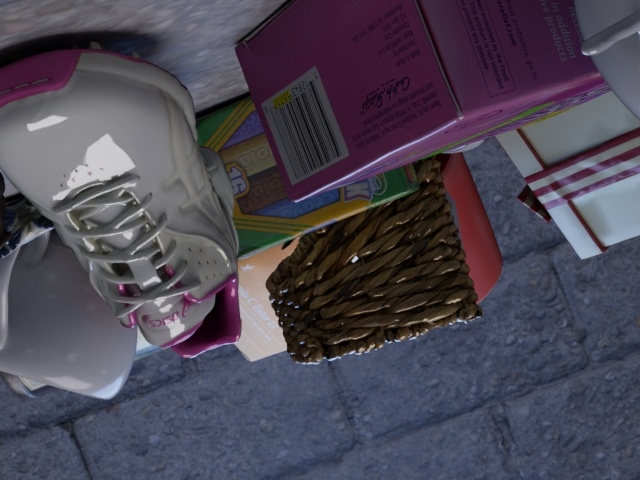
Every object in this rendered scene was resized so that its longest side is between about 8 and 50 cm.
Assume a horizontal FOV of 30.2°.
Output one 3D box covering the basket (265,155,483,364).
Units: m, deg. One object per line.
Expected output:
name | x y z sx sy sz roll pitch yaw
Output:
basket | 0.037 0.000 1.289 0.214 0.223 0.299 -17 180 2

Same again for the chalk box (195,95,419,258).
chalk box | 0.011 -0.083 1.069 0.213 0.132 0.132 -20 179 10

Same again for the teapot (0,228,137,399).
teapot | -0.311 0.062 1.331 0.252 0.187 0.256 24 169 -39

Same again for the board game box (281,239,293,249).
board game box | 0.026 -0.082 1.289 0.124 0.039 0.259 -51 180 29

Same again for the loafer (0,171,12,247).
loafer | -0.319 0.037 0.951 0.134 0.130 0.366 -20 179 -29

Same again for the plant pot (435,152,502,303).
plant pot | 0.164 -0.012 1.968 0.275 0.243 0.275 -29 -153 16

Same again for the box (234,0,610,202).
box | 0.105 -0.131 0.768 0.243 0.117 0.213 -20 179 -29

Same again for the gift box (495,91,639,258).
gift box | 0.404 -0.164 1.607 0.255 0.276 0.258 -36 -175 -36

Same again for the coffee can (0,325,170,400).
coffee can | -0.319 0.087 1.682 0.275 0.201 0.201 -21 179 6

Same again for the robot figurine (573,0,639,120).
robot figurine | 0.260 -0.135 0.584 0.353 0.200 0.300 -6 125 -45

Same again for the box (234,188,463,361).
box | 0.000 0.000 1.638 0.345 0.168 0.215 -21 135 17

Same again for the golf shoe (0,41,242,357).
golf shoe | -0.110 -0.015 0.734 0.115 0.140 0.306 -20 160 8

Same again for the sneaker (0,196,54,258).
sneaker | -0.288 -0.015 1.129 0.135 0.052 0.058 -20 -177 -1

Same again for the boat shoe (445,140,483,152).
boat shoe | 0.146 -0.151 1.270 0.088 0.096 0.267 -16 176 -19
